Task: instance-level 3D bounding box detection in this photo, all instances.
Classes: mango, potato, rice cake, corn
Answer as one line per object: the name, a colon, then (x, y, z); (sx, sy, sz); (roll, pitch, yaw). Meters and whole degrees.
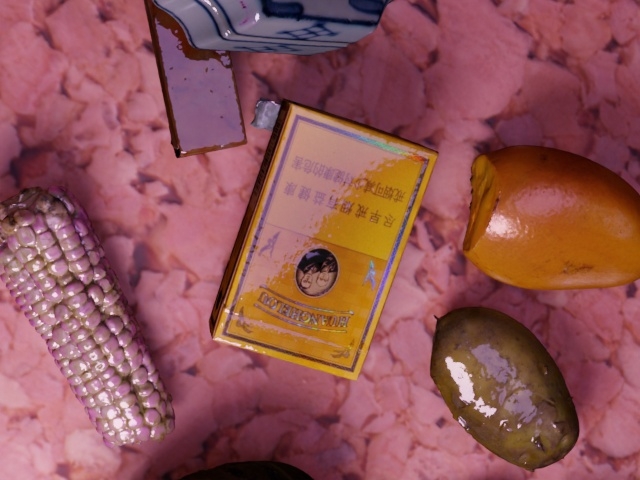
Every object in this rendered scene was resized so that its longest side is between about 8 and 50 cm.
mango: (0.319, -0.020, 1.345); (0.257, 0.138, 0.187); (8, 104, -6)
potato: (0.233, 0.186, 1.356); (0.149, 0.113, 0.251); (-43, 92, 2)
rice cake: (0.014, -0.129, 1.328); (0.211, 0.034, 0.043); (19, 96, -12)
corn: (-0.277, 0.091, 1.245); (0.126, 0.126, 0.335); (-29, 103, -8)

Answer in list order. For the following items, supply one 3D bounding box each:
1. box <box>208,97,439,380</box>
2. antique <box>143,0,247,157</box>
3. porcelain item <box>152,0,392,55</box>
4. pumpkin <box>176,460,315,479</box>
box: (0.000, 0.000, 1.290); (0.193, 0.084, 0.301); (17, 98, -11)
antique: (-0.162, -0.258, 1.255); (0.087, 0.093, 0.310); (-11, 95, -11)
porcelain item: (-0.049, -0.359, 1.181); (0.281, 0.157, 0.286); (-3, 87, -40)
pumpkin: (-0.128, 0.350, 1.217); (0.325, 0.242, 0.232); (-22, 141, -13)
